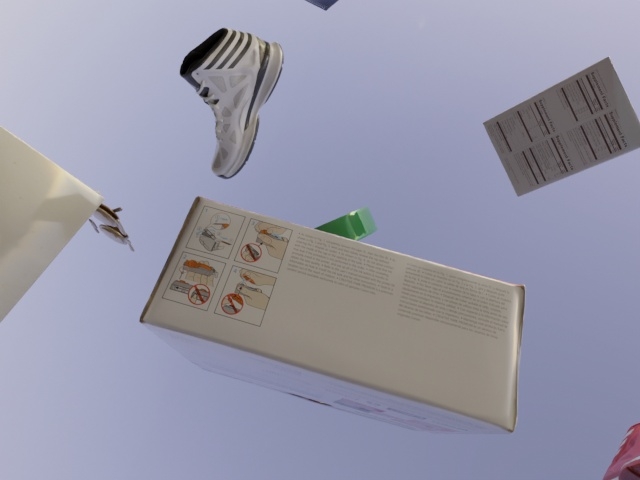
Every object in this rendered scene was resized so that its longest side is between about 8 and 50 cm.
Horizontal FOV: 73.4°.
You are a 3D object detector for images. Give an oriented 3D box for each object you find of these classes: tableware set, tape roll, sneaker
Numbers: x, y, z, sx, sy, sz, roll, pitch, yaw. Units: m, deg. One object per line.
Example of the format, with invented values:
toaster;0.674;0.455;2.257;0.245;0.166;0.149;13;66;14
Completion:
tableware set;-0.559;-0.049;1.149;0.128;0.194;0.039;27;-118;2
tape roll;0.000;0.000;1.205;0.321;0.321;0.077;-22;-88;19
sneaker;-0.308;-0.402;1.265;0.169;0.257;0.447;55;-53;44
sneaker;0.416;0.259;0.525;0.087;0.221;0.128;33;-126;19

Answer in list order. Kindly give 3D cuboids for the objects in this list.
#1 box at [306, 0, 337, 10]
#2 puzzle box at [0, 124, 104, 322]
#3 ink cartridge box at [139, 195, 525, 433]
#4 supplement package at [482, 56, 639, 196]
box;-0.025;-0.899;1.324;0.294;0.296;0.183;17;-86;64
puzzle box;-0.491;-0.067;0.443;0.272;0.409;0.052;-53;-143;-10
ink cartridge box;0.008;0.107;0.478;0.309;0.272;0.130;16;-115;2
supplement package;0.557;-0.259;1.000;0.262;0.199;0.198;-25;-87;33
